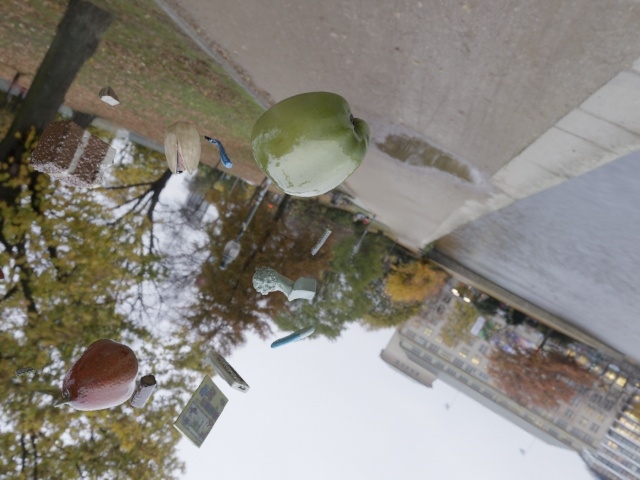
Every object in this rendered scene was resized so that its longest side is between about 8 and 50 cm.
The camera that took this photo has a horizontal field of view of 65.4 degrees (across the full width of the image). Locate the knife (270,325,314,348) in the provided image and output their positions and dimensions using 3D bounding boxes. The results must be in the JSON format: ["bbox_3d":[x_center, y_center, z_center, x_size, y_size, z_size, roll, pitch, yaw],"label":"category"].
[{"bbox_3d":[-0.095,0.325,1.651,0.064,0.222,0.031,-35,-87,-46],"label":"knife"}]

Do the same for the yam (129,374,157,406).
[{"bbox_3d":[-0.792,0.671,2.226,0.079,0.141,0.079,27,-160,-11],"label":"yam"}]

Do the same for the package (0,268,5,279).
[{"bbox_3d":[-0.882,0.099,1.201,0.201,0.022,0.083,-12,-160,-36],"label":"package"}]

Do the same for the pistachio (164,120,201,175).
[{"bbox_3d":[-0.582,-0.387,2.104,0.158,0.229,0.157,2,-165,0],"label":"pistachio"}]

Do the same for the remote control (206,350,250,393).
[{"bbox_3d":[-0.351,0.490,1.850,0.230,0.049,0.090,29,170,47],"label":"remote control"}]

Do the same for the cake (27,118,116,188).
[{"bbox_3d":[-0.626,-0.213,1.267,0.135,0.135,0.147,8,163,35],"label":"cake"}]

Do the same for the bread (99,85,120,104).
[{"bbox_3d":[-0.810,-0.557,1.896,0.109,0.043,0.062,-51,-60,-87],"label":"bread"}]

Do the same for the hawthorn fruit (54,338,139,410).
[{"bbox_3d":[-0.645,0.402,1.426,0.200,0.199,0.251,30,-153,14],"label":"hawthorn fruit"}]

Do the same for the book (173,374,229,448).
[{"bbox_3d":[-0.399,0.577,1.680,0.013,0.192,0.167,4,136,32],"label":"book"}]

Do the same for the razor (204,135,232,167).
[{"bbox_3d":[-0.438,-0.394,2.187,0.082,0.042,0.253,21,-155,-42],"label":"razor"}]

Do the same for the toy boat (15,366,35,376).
[{"bbox_3d":[-1.143,0.506,1.928,0.063,0.016,0.115,-11,179,-34],"label":"toy boat"}]

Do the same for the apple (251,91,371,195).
[{"bbox_3d":[-0.024,-0.316,1.660,0.311,0.361,0.320,63,-159,-1],"label":"apple"}]

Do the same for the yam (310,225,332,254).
[{"bbox_3d":[0.000,0.000,1.871,0.033,0.129,0.027,46,-151,16],"label":"yam"}]

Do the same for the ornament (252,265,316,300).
[{"bbox_3d":[-0.158,0.194,2.174,0.286,0.120,0.130,11,142,8],"label":"ornament"}]
